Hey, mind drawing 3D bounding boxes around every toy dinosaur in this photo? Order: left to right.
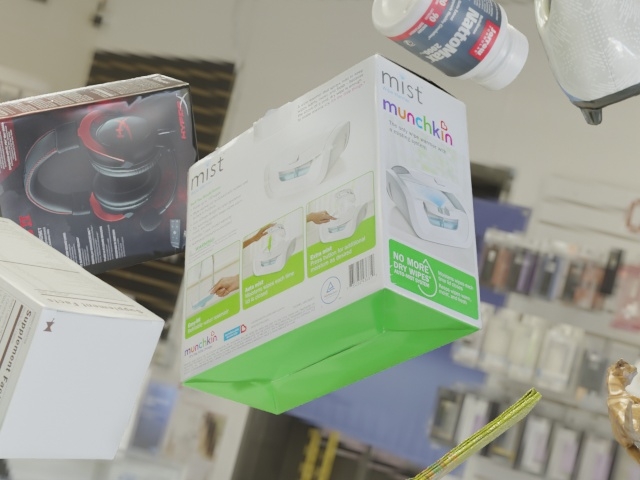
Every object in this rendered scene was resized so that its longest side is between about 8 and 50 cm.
[{"bbox_3d":[0.294,0.177,1.327,0.112,0.064,0.211,48,12,-5],"label":"toy dinosaur"}]

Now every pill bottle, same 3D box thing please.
[{"bbox_3d":[0.161,-0.256,1.687,0.180,0.108,0.108,27,-7,-31],"label":"pill bottle"}]

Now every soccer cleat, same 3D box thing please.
[{"bbox_3d":[0.248,-0.204,1.242,0.116,0.143,0.331,-19,12,12],"label":"soccer cleat"}]

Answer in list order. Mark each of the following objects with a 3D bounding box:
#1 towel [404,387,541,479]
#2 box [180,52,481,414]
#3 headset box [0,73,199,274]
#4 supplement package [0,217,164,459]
[{"bbox_3d":[0.190,0.278,1.868,0.021,0.237,0.102,53,-20,14],"label":"towel"},{"bbox_3d":[0.000,0.000,1.254,0.126,0.231,0.262,24,-38,-37],"label":"box"},{"bbox_3d":[-0.301,-0.071,1.738,0.293,0.218,0.110,-13,18,-26],"label":"headset box"},{"bbox_3d":[-0.275,0.076,1.210,0.244,0.134,0.139,28,11,40],"label":"supplement package"}]
